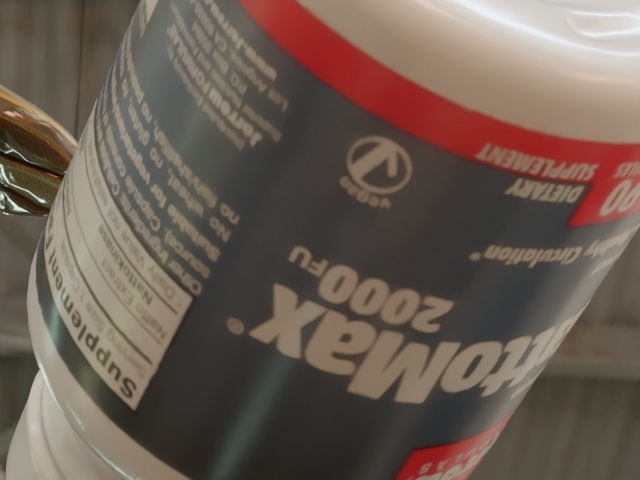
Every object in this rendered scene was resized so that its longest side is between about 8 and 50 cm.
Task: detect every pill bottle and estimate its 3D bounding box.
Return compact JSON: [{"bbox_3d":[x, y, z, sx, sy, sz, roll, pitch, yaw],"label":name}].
[{"bbox_3d":[0.000,0.000,0.411,0.108,0.108,0.180,20,-52,-11],"label":"pill bottle"}]

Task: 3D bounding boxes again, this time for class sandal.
[{"bbox_3d":[-0.156,-0.070,0.684,0.180,0.072,0.049,30,-119,-5],"label":"sandal"}]
